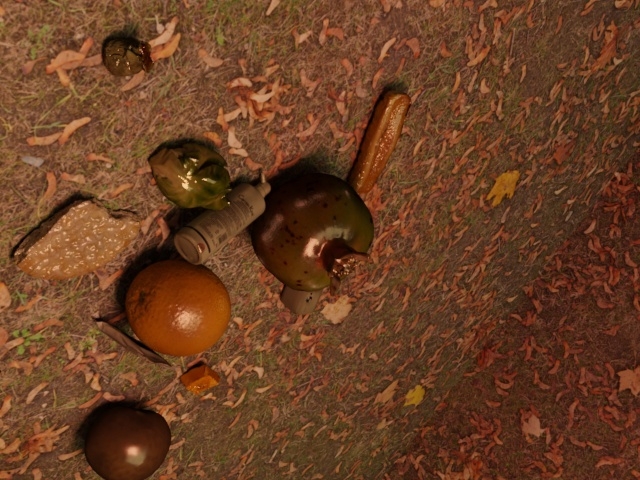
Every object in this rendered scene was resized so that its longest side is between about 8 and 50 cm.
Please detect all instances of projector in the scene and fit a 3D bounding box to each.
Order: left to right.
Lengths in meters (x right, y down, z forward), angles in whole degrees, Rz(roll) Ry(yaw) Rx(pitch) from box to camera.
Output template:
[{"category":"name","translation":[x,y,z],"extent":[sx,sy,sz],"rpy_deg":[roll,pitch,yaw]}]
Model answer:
[{"category":"projector","translation":[-0.049,0.141,2.104],"extent":[0.083,0.083,0.082],"rpy_deg":[-7,128,-45]}]

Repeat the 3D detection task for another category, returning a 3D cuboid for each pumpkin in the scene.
[{"category":"pumpkin","translation":[-0.315,0.360,2.059],"extent":[0.083,0.054,0.074],"rpy_deg":[-27,142,6]}]

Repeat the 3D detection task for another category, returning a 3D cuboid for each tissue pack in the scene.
[{"category":"tissue pack","translation":[-0.404,0.232,1.718],"extent":[0.026,0.193,0.122],"rpy_deg":[-59,147,-10]}]

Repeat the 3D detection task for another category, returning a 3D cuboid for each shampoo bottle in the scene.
[{"category":"shampoo bottle","translation":[-0.201,-0.052,1.724],"extent":[0.262,0.085,0.085],"rpy_deg":[-42,148,-35]}]

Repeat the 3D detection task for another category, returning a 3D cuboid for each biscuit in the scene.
[{"category":"biscuit","translation":[-0.473,-0.007,1.546],"extent":[0.265,0.040,0.188],"rpy_deg":[-18,136,-37]}]

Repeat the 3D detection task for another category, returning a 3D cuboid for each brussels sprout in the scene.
[{"category":"brussels sprout","translation":[-0.263,-0.125,1.611],"extent":[0.139,0.100,0.181],"rpy_deg":[-46,146,15]}]

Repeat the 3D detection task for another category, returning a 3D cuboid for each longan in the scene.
[{"category":"longan","translation":[-0.468,0.497,1.912],"extent":[0.198,0.198,0.212],"rpy_deg":[-51,144,4]}]

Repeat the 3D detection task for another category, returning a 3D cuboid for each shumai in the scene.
[{"category":"shumai","translation":[-0.328,-0.311,1.372],"extent":[0.082,0.080,0.083],"rpy_deg":[-40,146,-9]}]

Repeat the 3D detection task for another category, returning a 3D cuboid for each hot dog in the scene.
[{"category":"hot dog","translation":[0.143,-0.244,1.958],"extent":[0.083,0.068,0.289],"rpy_deg":[9,124,-24]}]

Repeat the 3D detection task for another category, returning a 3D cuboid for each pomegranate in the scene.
[{"category":"pomegranate","translation":[0.011,-0.002,1.827],"extent":[0.291,0.323,0.290],"rpy_deg":[-35,143,-32]}]

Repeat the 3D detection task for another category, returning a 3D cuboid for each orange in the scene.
[{"category":"orange","translation":[-0.308,0.147,1.715],"extent":[0.236,0.236,0.236],"rpy_deg":[-28,141,-26]}]
